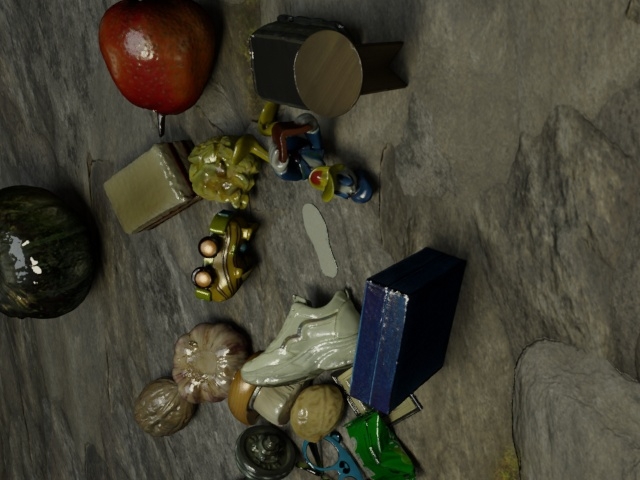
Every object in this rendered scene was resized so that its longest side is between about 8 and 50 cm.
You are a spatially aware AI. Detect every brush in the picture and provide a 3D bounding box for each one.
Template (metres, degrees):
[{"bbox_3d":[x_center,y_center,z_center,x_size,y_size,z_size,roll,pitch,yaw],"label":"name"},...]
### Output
[{"bbox_3d":[-0.145,0.433,1.930,0.166,0.174,0.266,32,134,16],"label":"brush"}]

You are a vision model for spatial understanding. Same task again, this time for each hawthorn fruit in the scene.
[{"bbox_3d":[-0.408,-0.435,1.787,0.285,0.285,0.368,24,121,30],"label":"hawthorn fruit"}]

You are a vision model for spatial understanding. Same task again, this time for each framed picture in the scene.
[{"bbox_3d":[0.136,0.377,1.786,0.199,0.010,0.195,-42,78,38],"label":"framed picture"}]

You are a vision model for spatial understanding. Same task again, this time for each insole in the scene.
[{"bbox_3d":[0.000,0.000,1.780,0.065,0.004,0.197,-19,92,39],"label":"insole"}]

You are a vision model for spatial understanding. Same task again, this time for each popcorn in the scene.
[{"bbox_3d":[-0.239,-0.177,1.809,0.188,0.167,0.185,27,119,26],"label":"popcorn"}]

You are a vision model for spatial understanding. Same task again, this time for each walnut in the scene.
[{"bbox_3d":[-0.475,0.509,2.202,0.178,0.178,0.230,51,123,14],"label":"walnut"}]

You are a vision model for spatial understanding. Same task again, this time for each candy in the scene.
[{"bbox_3d":[-0.465,-0.148,2.011,0.321,0.135,0.179,-23,87,39],"label":"candy"},{"bbox_3d":[0.145,0.525,1.777,0.141,0.078,0.203,-38,84,33],"label":"candy"}]

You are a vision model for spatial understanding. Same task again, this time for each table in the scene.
[{"bbox_3d":[0.079,-0.351,1.470,0.167,0.227,0.167,13,112,34],"label":"table"}]

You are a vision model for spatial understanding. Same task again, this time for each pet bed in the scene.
[{"bbox_3d":[-0.035,-0.405,1.598,0.211,0.159,0.183,19,129,36],"label":"pet bed"}]

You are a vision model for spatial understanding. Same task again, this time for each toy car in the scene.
[{"bbox_3d":[-0.241,0.049,1.879,0.143,0.200,0.247,14,105,3],"label":"toy car"}]

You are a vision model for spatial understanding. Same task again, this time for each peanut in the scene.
[{"bbox_3d":[-0.009,0.447,1.837,0.109,0.141,0.159,-117,33,-64],"label":"peanut"}]

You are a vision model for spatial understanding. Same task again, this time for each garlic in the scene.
[{"bbox_3d":[-0.306,0.350,2.026,0.245,0.160,0.244,-2,79,11],"label":"garlic"}]

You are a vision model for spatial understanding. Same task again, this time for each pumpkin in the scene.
[{"bbox_3d":[-0.912,0.036,2.274,0.455,0.344,0.454,18,119,36],"label":"pumpkin"}]

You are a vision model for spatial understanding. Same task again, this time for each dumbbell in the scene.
[{"bbox_3d":[-0.201,0.691,2.031,0.179,0.179,0.406,40,124,22],"label":"dumbbell"}]

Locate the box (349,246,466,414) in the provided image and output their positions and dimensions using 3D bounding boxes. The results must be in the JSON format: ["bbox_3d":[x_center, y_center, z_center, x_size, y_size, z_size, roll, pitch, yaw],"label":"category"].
[{"bbox_3d":[0.186,0.186,1.527,0.116,0.261,0.278,19,114,29],"label":"box"}]

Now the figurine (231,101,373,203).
[{"bbox_3d":[-0.020,-0.199,1.623,0.338,0.283,0.204,31,80,7],"label":"figurine"}]

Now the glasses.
[{"bbox_3d":[0.010,0.644,1.904,0.239,0.102,0.207,53,127,12],"label":"glasses"}]

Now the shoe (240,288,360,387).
[{"bbox_3d":[-0.048,0.239,1.769,0.342,0.132,0.210,-19,73,12],"label":"shoe"}]
